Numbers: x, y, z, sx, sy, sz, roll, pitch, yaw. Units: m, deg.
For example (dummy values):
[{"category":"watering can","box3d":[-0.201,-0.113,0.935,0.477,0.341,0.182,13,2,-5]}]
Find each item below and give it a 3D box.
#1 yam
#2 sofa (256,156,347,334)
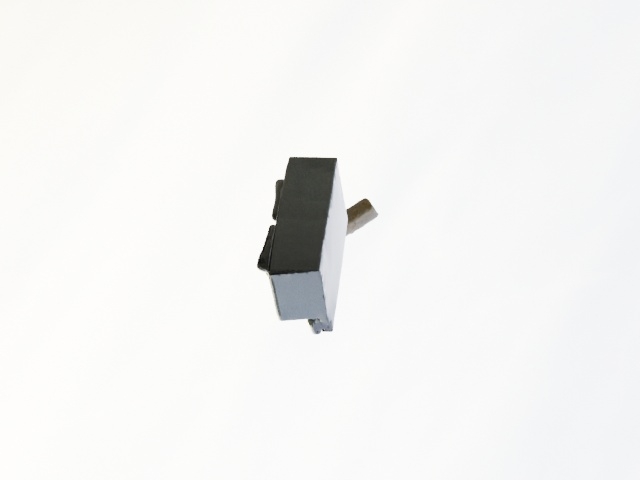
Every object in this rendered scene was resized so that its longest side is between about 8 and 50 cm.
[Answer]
[{"category":"yam","box3d":[0.000,0.000,1.811,0.145,0.032,0.032,-35,-156,6]},{"category":"sofa","box3d":[-0.016,0.004,1.405,0.060,0.085,0.147,-2,-134,10]}]
